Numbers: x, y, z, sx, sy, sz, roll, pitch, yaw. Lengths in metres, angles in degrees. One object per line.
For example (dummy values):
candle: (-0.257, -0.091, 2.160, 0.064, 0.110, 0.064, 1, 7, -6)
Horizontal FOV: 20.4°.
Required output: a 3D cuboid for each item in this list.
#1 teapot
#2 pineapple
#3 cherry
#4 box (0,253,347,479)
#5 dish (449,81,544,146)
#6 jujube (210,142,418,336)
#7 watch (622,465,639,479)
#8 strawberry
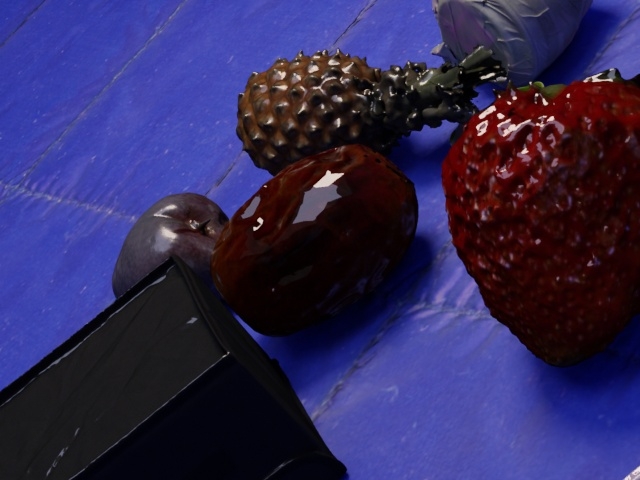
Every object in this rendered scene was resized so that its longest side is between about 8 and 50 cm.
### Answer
teapot: (0.243, -0.274, 2.147, 0.178, 0.221, 0.163, -41, 68, -21)
pineapple: (0.057, -0.154, 2.136, 0.361, 0.175, 0.175, 0, 48, 47)
cherry: (-0.178, 0.030, 2.181, 0.176, 0.140, 0.176, -53, 16, 23)
box: (-0.195, 0.226, 1.870, 0.345, 0.204, 0.251, -39, 30, 2)
dish: (0.214, -0.126, 2.055, 0.137, 0.039, 0.091, -16, 44, 40)
jujube: (0.000, 0.000, 2.000, 0.243, 0.183, 0.183, -43, 30, 9)
watch: (0.298, 0.259, 1.349, 0.248, 0.211, 0.217, -44, 12, -23)
strawberry: (0.239, -0.016, 1.709, 0.257, 0.257, 0.277, -16, 68, 35)
